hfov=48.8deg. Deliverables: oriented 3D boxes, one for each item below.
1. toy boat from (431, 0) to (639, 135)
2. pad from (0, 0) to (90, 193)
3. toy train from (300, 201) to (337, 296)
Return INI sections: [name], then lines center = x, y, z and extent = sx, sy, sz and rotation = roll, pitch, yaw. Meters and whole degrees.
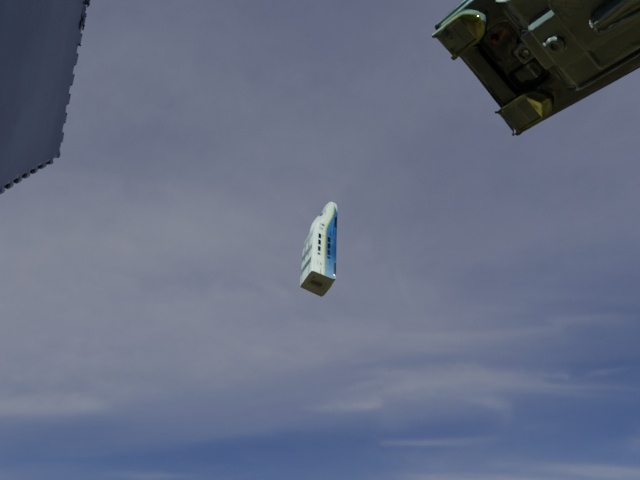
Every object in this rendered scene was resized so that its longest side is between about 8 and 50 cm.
[toy boat]
center = 0.208, -0.175, 0.434
extent = 0.114, 0.122, 0.296
rotation = 44, -41, -15
[pad]
center = -0.231, -0.164, 0.573
extent = 0.012, 0.269, 0.270
rotation = 16, -75, -7
[toy train]
center = 0.000, 0.000, 1.264
extent = 0.051, 0.234, 0.052
rotation = 24, -54, -16
